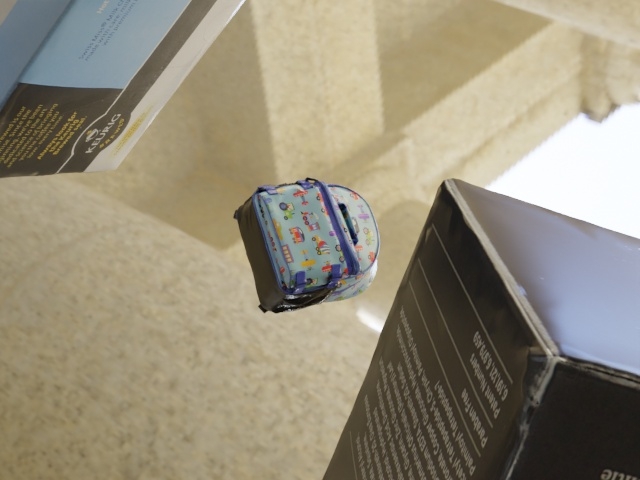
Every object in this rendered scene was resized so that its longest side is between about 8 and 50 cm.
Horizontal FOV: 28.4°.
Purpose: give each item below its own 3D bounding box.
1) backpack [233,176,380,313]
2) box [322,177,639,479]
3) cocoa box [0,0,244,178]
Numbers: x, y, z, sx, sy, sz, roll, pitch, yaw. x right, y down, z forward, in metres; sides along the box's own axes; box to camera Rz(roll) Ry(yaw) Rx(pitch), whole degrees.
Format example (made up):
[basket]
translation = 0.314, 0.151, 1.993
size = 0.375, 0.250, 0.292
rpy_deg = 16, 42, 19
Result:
[backpack]
translation = 0.000, 0.000, 1.558
size = 0.173, 0.158, 0.117
rpy_deg = -8, -18, -26
[box]
translation = 0.161, 0.187, 0.511
size = 0.343, 0.179, 0.313
rpy_deg = 17, -73, -12
[cocoa box]
translation = -0.192, -0.244, 0.956
size = 0.347, 0.231, 0.228
rpy_deg = -49, -14, 22
